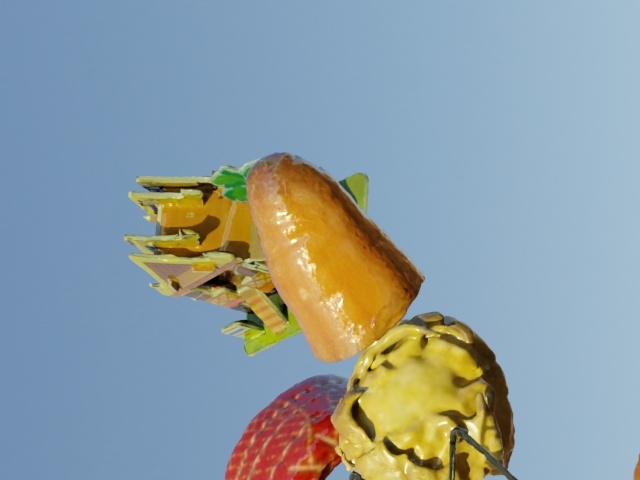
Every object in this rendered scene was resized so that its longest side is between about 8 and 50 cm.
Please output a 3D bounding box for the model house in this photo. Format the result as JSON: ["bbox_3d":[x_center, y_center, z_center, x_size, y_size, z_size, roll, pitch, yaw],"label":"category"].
[{"bbox_3d":[-0.132,0.007,2.023,0.312,0.357,0.243,16,-114,-32],"label":"model house"}]

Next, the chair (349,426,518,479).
[{"bbox_3d":[0.119,0.331,1.353,0.140,0.145,0.221,-17,-51,-25],"label":"chair"}]

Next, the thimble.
[{"bbox_3d":[0.032,0.413,2.183,0.350,0.230,0.350,-6,-77,-25],"label":"thimble"}]

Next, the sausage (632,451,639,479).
[{"bbox_3d":[0.505,0.317,1.595,0.153,0.268,0.141,118,168,-59],"label":"sausage"}]

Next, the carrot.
[{"bbox_3d":[0.000,0.000,1.478,0.225,0.159,0.159,57,-139,-16],"label":"carrot"}]

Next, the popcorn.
[{"bbox_3d":[0.135,0.222,1.657,0.190,0.250,0.250,115,171,-68],"label":"popcorn"}]
